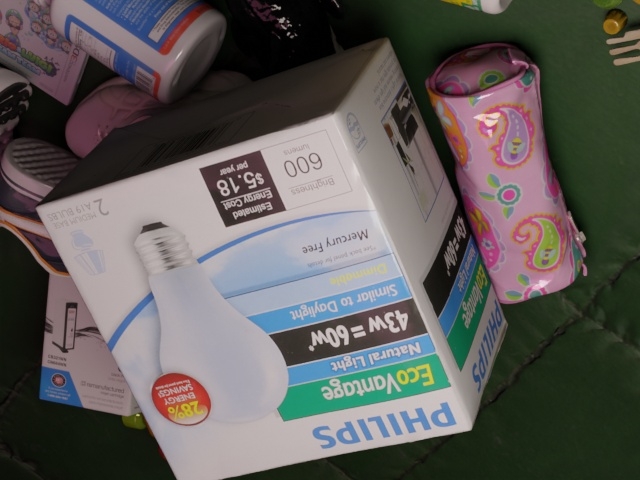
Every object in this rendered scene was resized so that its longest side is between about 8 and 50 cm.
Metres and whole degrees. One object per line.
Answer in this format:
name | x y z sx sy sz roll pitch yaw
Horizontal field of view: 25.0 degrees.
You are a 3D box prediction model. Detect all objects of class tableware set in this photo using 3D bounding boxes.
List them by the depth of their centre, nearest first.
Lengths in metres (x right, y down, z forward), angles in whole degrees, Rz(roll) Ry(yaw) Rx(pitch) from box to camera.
tableware set | 0.341 -0.231 1.410 0.154 0.024 0.104 -8 117 36

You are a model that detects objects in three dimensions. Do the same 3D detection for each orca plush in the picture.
orca plush | -0.044 -0.189 1.607 0.151 0.102 0.287 3 127 29

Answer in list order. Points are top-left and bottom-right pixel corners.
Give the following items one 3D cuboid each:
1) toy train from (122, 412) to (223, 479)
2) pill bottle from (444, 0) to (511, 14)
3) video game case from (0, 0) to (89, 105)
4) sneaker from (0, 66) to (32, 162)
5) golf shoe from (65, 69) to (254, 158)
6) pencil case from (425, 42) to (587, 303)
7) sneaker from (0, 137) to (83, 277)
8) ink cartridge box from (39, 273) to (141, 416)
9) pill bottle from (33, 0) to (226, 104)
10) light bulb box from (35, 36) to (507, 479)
toy train | -0.227 0.268 2.094 0.143 0.105 0.248 11 131 36
pill bottle | 0.096 -0.304 1.422 0.208 0.117 0.118 19 133 16
video game case | -0.358 -0.259 1.789 0.157 0.019 0.143 33 135 3
sneaker | -0.466 -0.144 1.895 0.118 0.110 0.292 42 136 10
golf shoe | -0.208 -0.128 1.726 0.306 0.140 0.115 -5 123 37
pencil case | 0.204 -0.068 1.555 0.124 0.124 0.284 -2 124 31
sneaker | -0.268 -0.009 1.844 0.321 0.126 0.127 27 123 -4
ink cartridge box | -0.291 0.120 1.947 0.148 0.086 0.203 7 96 24
pill bottle | -0.227 -0.261 1.635 0.221 0.124 0.124 35 135 8
light bulb box | -0.039 0.031 1.521 0.357 0.225 0.361 -16 111 25
